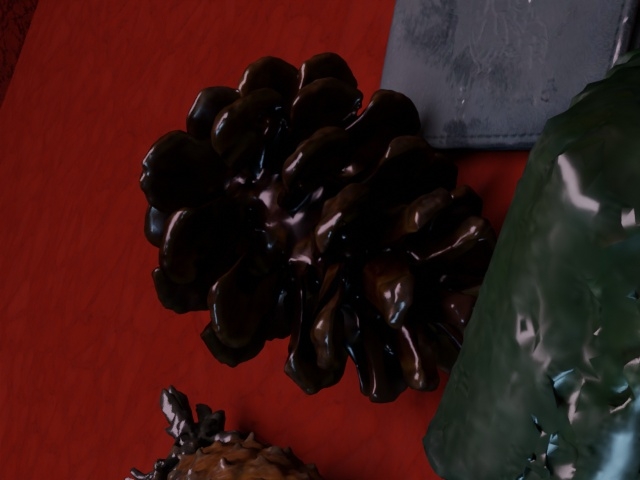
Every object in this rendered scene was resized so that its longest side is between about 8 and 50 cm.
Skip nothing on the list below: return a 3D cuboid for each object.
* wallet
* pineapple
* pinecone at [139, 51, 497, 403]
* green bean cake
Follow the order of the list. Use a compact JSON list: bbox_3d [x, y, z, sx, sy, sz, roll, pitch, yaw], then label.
[{"bbox_3d":[0.149,-0.185,0.947,0.290,0.054,0.251,8,84,57],"label":"wallet"},{"bbox_3d":[-0.087,0.213,1.012,0.340,0.169,0.169,29,99,65],"label":"pineapple"},{"bbox_3d":[0.000,0.000,0.915,0.309,0.244,0.244,39,107,47],"label":"pinecone"},{"bbox_3d":[0.227,0.035,0.472,0.308,0.300,0.169,-36,-34,-62],"label":"green bean cake"}]
